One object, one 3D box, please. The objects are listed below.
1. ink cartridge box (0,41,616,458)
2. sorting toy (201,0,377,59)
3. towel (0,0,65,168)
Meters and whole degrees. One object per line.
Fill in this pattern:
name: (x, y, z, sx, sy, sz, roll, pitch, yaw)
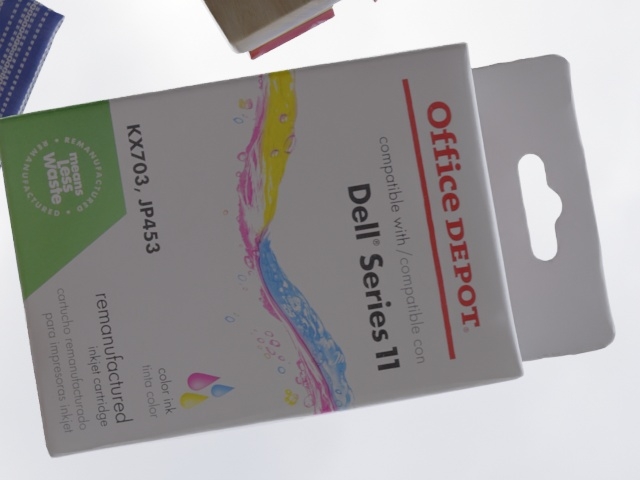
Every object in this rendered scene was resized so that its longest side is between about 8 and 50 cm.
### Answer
ink cartridge box: (0.000, 0.000, 1.140, 0.353, 0.119, 0.207, -10, -93, -1)
sorting toy: (-0.019, -0.310, 1.735, 0.255, 0.089, 0.257, -29, -116, -5)
towel: (-0.450, -0.201, 2.032, 0.336, 0.040, 0.243, 28, -78, 19)
